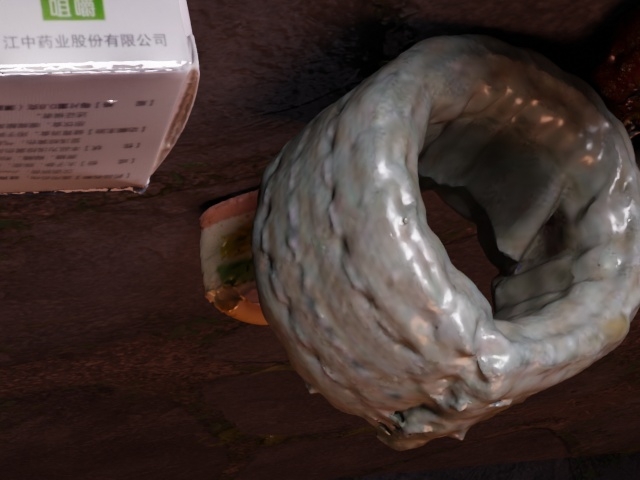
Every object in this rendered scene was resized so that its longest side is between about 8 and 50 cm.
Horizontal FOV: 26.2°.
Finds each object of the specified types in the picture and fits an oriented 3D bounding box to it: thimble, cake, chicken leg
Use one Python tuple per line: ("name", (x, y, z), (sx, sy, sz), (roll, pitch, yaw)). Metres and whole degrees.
("thimble", (0.102, 0.005, 1.048), (0.292, 0.291, 0.195), (1, 158, -30))
("cake", (-0.013, -0.004, 1.223), (0.225, 0.109, 0.090), (-24, 156, 34))
("chicken leg", (0.261, -0.136, 1.072), (0.105, 0.063, 0.234), (-18, 160, -13))

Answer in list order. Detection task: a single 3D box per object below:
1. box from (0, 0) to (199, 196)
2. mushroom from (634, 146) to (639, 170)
("box", (-0.243, -0.121, 0.696), (0.333, 0.173, 0.145), (-4, 157, -19))
("mushroom", (0.315, -0.070, 1.261), (0.092, 0.081, 0.223), (-20, 170, -34))
